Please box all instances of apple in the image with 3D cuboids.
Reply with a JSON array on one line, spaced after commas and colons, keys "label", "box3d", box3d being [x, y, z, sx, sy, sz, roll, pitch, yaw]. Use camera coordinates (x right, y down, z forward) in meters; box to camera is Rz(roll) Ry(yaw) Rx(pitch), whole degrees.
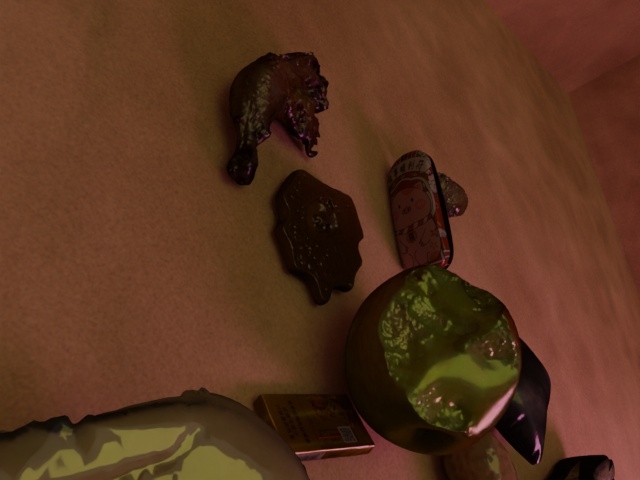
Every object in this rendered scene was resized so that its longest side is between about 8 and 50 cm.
[{"label": "apple", "box3d": [0.154, 0.173, 0.711, 0.246, 0.246, 0.226, 45, 45, -20]}]

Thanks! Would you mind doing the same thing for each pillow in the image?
[{"label": "pillow", "box3d": [0.394, 0.292, 1.017, 0.186, 0.106, 0.250, 50, 38, -4]}]

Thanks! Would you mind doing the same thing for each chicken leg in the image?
[{"label": "chicken leg", "box3d": [-0.068, -0.208, 0.819, 0.322, 0.083, 0.177, -36, 112, -53]}, {"label": "chicken leg", "box3d": [0.262, -0.115, 1.117, 0.198, 0.069, 0.085, 38, 90, -34]}]

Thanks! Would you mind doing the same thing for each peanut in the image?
[{"label": "peanut", "box3d": [0.271, 0.433, 0.806, 0.125, 0.111, 0.274, 18, 58, -59]}]

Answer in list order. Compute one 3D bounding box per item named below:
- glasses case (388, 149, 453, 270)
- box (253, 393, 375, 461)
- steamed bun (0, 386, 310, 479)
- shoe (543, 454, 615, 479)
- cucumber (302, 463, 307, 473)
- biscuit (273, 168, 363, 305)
[{"label": "glasses case", "box3d": [0.194, -0.055, 0.994, 0.067, 0.103, 0.266, 16, 56, -41]}, {"label": "box", "box3d": [-0.005, 0.236, 0.645, 0.156, 0.022, 0.089, 15, 30, -44]}, {"label": "steamed bun", "box3d": [-0.161, 0.267, 0.320, 0.334, 0.233, 0.311, 7, 63, -25]}, {"label": "shoe", "box3d": [0.525, 0.557, 1.001, 0.337, 0.132, 0.170, 1, 71, -54]}, {"label": "cucumber", "box3d": [-0.026, 0.382, 0.529, 0.077, 0.077, 0.265, 9, 63, -45]}, {"label": "biscuit", "box3d": [-0.002, 0.001, 0.801, 0.182, 0.034, 0.215, 24, 55, -37]}]
